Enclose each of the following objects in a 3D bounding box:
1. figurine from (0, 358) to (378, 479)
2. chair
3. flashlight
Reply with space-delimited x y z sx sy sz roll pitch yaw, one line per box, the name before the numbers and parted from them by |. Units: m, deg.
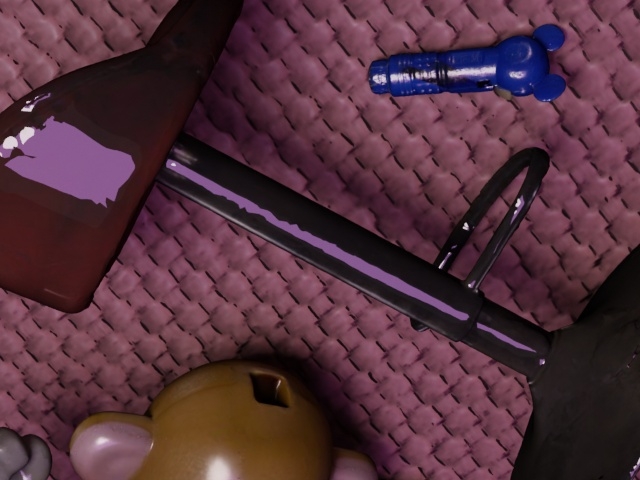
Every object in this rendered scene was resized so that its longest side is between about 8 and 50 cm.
figurine | -0.087 0.204 0.968 0.167 0.342 0.285 43 118 36
chair | 0.000 0.000 0.841 0.401 0.226 0.227 27 113 -7
flashlight | 0.091 -0.103 0.892 0.121 0.057 0.035 -4 151 13
